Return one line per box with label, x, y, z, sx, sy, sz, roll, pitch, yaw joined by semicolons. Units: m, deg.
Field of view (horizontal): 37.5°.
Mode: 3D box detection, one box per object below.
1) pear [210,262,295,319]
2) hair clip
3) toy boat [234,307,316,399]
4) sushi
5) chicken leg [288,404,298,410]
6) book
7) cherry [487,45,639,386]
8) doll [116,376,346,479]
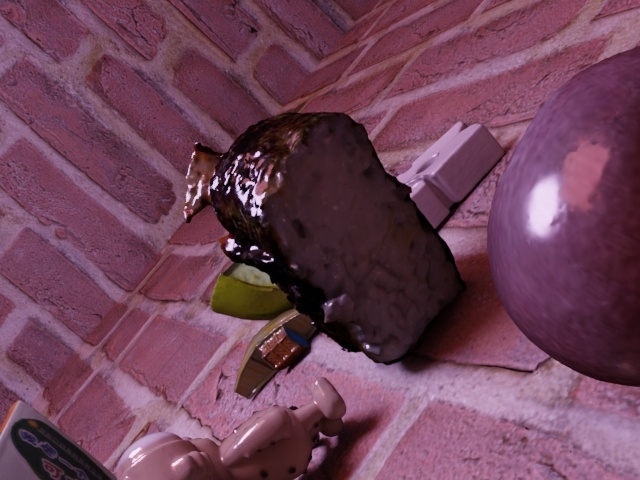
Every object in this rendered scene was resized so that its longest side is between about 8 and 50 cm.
pear;-0.053;0.053;1.480;0.288;0.139;0.239;-50;-1;-35
hair clip;0.114;-0.032;1.316;0.331;0.085;0.101;-43;17;-6
toy boat;-0.064;0.160;1.369;0.172;0.065;0.066;-46;34;15
sushi;0.000;0.000;1.055;0.182;0.343;0.196;-7;44;48
chicken leg;-0.054;0.260;1.153;0.145;0.037;0.062;-59;5;-31
book;-0.336;0.373;1.200;0.043;0.260;0.371;-41;16;7
cherry;0.239;-0.018;0.697;0.261;0.221;0.307;-49;-3;-14
doll;-0.098;0.244;1.017;0.278;0.119;0.154;-22;-31;-28
